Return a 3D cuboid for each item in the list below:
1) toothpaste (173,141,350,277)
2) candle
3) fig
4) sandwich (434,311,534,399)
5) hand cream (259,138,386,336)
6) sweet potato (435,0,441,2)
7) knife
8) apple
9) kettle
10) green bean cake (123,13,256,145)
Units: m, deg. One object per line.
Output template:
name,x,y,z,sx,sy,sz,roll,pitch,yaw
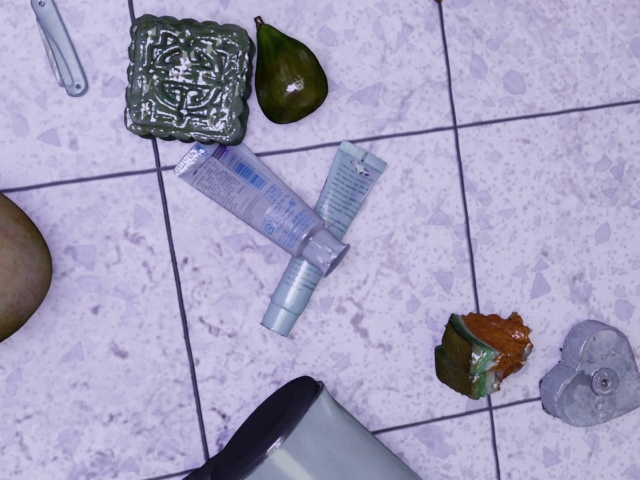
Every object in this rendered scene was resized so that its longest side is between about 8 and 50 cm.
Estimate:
toothpaste,-0.088,-0.060,1.109,0.299,0.073,0.114,39,87,11
candle,0.491,0.247,1.256,0.168,0.068,0.192,25,93,-12
fig,-0.055,-0.272,1.109,0.117,0.117,0.177,-17,75,-8
sandwich,0.275,0.188,1.156,0.160,0.185,0.109,0,102,-7
hand cream,0.000,0.000,1.153,0.085,0.058,0.331,27,89,-9
sweet potato,0.134,-0.508,1.133,0.074,0.075,0.269,-37,110,-5
knife,-0.399,-0.296,1.078,0.044,0.023,0.162,-21,98,-4
apple,-0.505,0.042,0.970,0.257,0.257,0.234,-48,115,-4
kettle,-0.006,0.445,1.122,0.361,0.250,0.377,-40,98,24
green bean cake,-0.197,-0.239,1.070,0.185,0.094,0.183,7,93,-2
